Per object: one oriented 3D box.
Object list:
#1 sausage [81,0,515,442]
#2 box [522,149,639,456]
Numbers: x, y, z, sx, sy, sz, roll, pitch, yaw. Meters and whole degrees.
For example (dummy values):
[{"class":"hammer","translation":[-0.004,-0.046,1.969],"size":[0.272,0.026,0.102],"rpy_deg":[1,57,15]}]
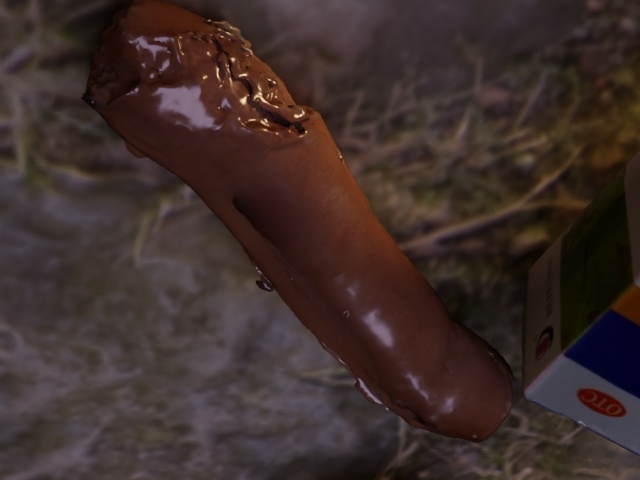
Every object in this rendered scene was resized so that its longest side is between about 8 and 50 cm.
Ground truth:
[{"class":"sausage","translation":[0.000,0.001,0.589],"size":[0.078,0.078,0.304],"rpy_deg":[-37,124,6]},{"class":"box","translation":[0.261,-0.001,0.575],"size":[0.200,0.106,0.299],"rpy_deg":[28,126,-11]}]
